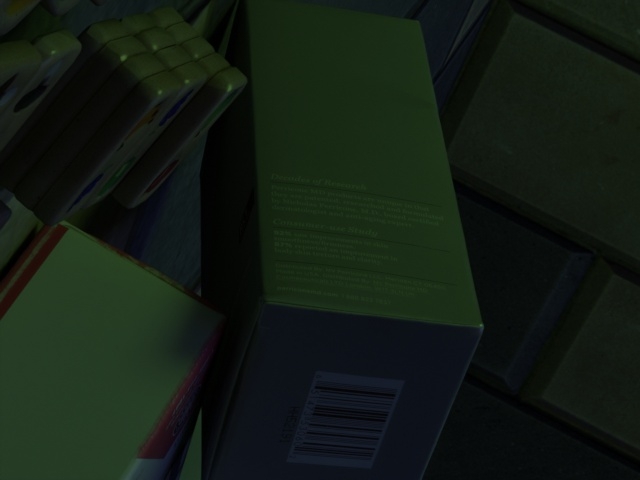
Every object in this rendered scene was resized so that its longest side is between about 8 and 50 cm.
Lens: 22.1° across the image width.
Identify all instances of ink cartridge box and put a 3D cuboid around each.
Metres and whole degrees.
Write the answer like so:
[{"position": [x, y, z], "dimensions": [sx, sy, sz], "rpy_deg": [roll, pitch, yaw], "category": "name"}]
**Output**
[{"position": [-0.127, 0.121, 0.706], "dimensions": [0.158, 0.092, 0.218], "rpy_deg": [-58, 175, -35], "category": "ink cartridge box"}]

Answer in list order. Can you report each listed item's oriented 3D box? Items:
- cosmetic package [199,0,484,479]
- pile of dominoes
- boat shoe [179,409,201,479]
[{"position": [0.000, 0.000, 0.768], "dimensions": [0.238, 0.107, 0.127], "rpy_deg": [-101, -159, -51], "category": "cosmetic package"}, {"position": [-0.075, -0.029, 0.448], "dimensions": [0.196, 0.040, 0.251], "rpy_deg": [-47, 180, 17], "category": "pile of dominoes"}, {"position": [-0.127, 0.162, 0.907], "dimensions": [0.267, 0.096, 0.088], "rpy_deg": [-55, 175, -45], "category": "boat shoe"}]
